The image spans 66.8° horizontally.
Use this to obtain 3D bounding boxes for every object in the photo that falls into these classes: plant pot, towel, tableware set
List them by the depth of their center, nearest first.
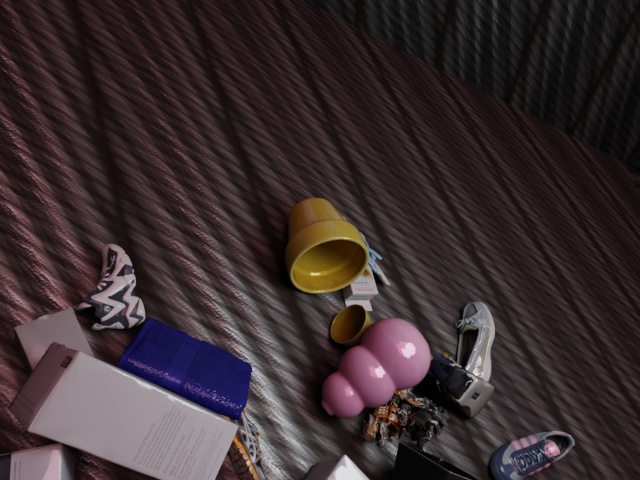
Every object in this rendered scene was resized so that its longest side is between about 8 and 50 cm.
[{"bbox_3d":[-0.323,0.317,1.189,0.309,0.076,0.227,27,12,-9],"label":"towel"},{"bbox_3d":[0.290,0.652,1.243,0.188,0.188,0.166,33,77,-28],"label":"plant pot"},{"bbox_3d":[0.113,0.278,1.498,0.095,0.134,0.134,43,44,-31],"label":"plant pot"},{"bbox_3d":[0.000,0.000,1.540,0.254,0.253,0.238,8,41,-26],"label":"plant pot"},{"bbox_3d":[0.374,0.403,1.609,0.154,0.024,0.104,-3,32,-35],"label":"tableware set"}]

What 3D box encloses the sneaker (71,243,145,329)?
[{"bbox_3d":[-0.554,0.121,1.224,0.153,0.094,0.234,-10,76,-44],"label":"sneaker"}]

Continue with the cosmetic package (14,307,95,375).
[{"bbox_3d":[-0.583,0.287,1.098,0.127,0.107,0.237,-19,68,-38],"label":"cosmetic package"}]

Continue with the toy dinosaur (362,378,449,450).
[{"bbox_3d":[0.252,0.488,1.422,0.218,0.164,0.322,36,59,15],"label":"toy dinosaur"}]

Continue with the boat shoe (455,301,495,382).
[{"bbox_3d":[0.525,0.348,1.687,0.103,0.118,0.320,26,57,-19],"label":"boat shoe"}]

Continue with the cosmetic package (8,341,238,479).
[{"bbox_3d":[-0.391,0.361,0.990,0.385,0.217,0.156,37,63,-29],"label":"cosmetic package"}]

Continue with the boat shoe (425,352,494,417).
[{"bbox_3d":[0.429,0.442,1.516,0.127,0.340,0.158,-49,53,-6],"label":"boat shoe"}]

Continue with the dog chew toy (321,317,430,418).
[{"bbox_3d":[0.145,0.367,1.360,0.332,0.206,0.206,-36,81,-11],"label":"dog chew toy"}]

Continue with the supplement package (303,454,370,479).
[{"bbox_3d":[0.074,0.694,1.158,0.293,0.175,0.177,46,50,3],"label":"supplement package"}]

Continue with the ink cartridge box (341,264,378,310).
[{"bbox_3d":[0.124,0.142,1.622,0.105,0.061,0.181,3,59,-30],"label":"ink cartridge box"}]

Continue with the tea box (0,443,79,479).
[{"bbox_3d":[-0.590,0.554,0.808,0.324,0.220,0.328,-4,62,-20],"label":"tea box"}]

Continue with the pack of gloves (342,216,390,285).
[{"bbox_3d":[0.170,0.030,1.649,0.232,0.046,0.195,62,13,27],"label":"pack of gloves"}]

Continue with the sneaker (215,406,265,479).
[{"bbox_3d":[-0.183,0.502,1.200,0.083,0.084,0.214,-14,67,-41],"label":"sneaker"}]

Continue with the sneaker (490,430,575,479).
[{"bbox_3d":[0.677,0.677,1.546,0.319,0.131,0.112,-10,66,-34],"label":"sneaker"}]
